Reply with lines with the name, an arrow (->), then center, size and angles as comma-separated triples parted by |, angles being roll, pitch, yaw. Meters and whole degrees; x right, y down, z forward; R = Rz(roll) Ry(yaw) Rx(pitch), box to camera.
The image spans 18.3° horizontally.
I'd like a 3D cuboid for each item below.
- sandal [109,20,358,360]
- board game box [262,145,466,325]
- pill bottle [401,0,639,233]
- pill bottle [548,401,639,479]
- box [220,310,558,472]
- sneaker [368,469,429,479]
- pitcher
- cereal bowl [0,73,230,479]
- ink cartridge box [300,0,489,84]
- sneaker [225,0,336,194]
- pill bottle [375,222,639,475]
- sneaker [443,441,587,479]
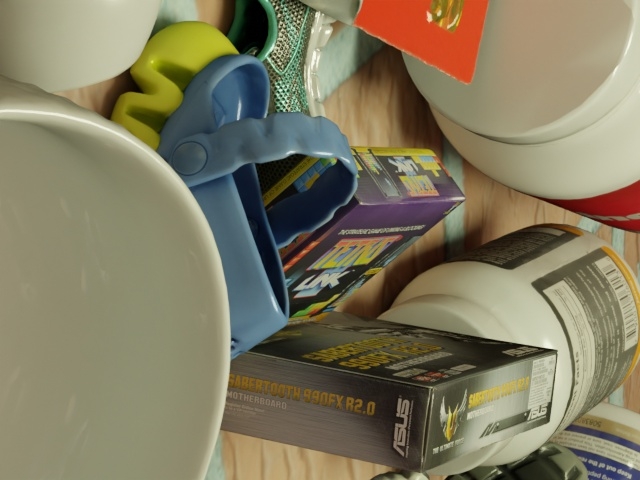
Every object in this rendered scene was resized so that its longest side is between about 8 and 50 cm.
sandal -> -0.079, 0.026, 1.109 | 0.317, 0.138, 0.126 | -69, 155, -13
board game box -> 0.000, 0.000, 1.269 | 0.141, 0.048, 0.170 | -39, 165, 22
pill bottle -> 0.215, -0.135, 1.532 | 0.408, 0.229, 0.229 | 14, 89, -65
pill bottle -> 0.239, 0.294, 1.869 | 0.264, 0.153, 0.153 | -68, 153, -18
box -> 0.033, 0.094, 1.314 | 0.231, 0.183, 0.056 | -5, 103, -63
sneaker -> 0.037, 0.259, 1.265 | 0.110, 0.107, 0.275 | -20, 126, -16
pitcher -> -0.142, -0.165, 0.883 | 0.178, 0.125, 0.207 | -70, 156, -62
cereal bowl -> -0.203, 0.076, 0.820 | 0.339, 0.141, 0.339 | -30, 134, -37
ink cartridge box -> 0.050, -0.288, 1.184 | 0.385, 0.091, 0.308 | 22, 79, -51
sneaker -> -0.037, -0.100, 1.241 | 0.076, 0.065, 0.166 | -6, 104, -47
pill bottle -> 0.142, 0.085, 1.562 | 0.278, 0.162, 0.162 | -21, 120, -60
sneaker -> 0.107, 0.265, 1.602 | 0.267, 0.101, 0.106 | -41, 160, -6
